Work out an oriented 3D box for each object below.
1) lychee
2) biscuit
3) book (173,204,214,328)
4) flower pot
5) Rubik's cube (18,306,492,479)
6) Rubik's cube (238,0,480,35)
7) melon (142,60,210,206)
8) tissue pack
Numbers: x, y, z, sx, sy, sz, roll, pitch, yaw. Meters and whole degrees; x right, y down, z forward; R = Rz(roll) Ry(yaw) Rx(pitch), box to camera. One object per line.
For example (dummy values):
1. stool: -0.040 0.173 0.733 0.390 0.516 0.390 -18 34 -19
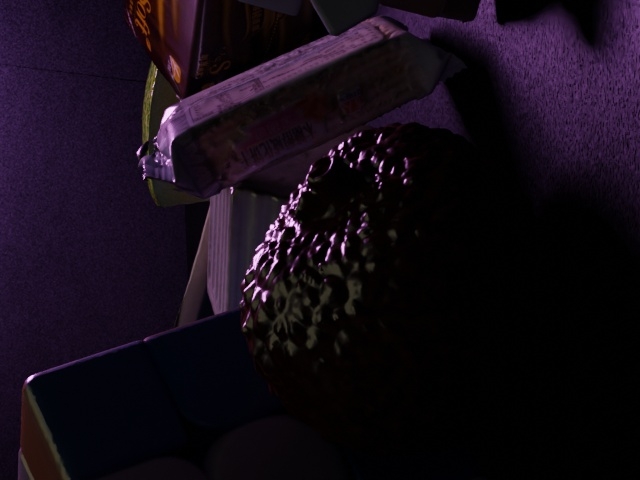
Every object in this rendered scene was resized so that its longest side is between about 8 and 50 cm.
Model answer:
1. lychee: 0.064 0.038 1.512 0.260 0.260 0.261 178 90 -79
2. biscuit: -0.029 -0.130 1.786 0.079 0.309 0.186 64 176 -16
3. book: -0.067 -0.010 2.150 0.379 0.031 0.264 -2 -72 -76
4. flower pot: 0.000 0.000 1.902 0.209 0.239 0.190 -50 -30 -57
5. Rubik's cube: -0.052 0.286 1.679 0.347 0.346 0.344 61 156 26
6. Rubik's cube: 0.045 -0.281 1.614 0.265 0.224 0.213 -123 48 -74
7. melon: -0.126 -0.235 2.637 0.331 0.226 0.344 -21 -67 -56
8. tissue pack: -0.110 -0.363 2.297 0.198 0.210 0.370 58 157 25
